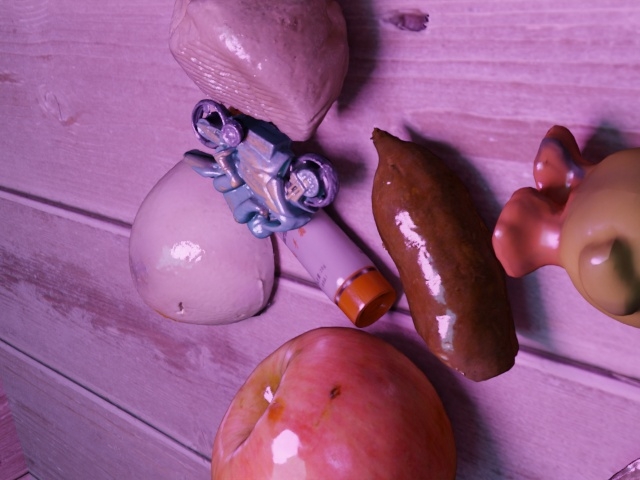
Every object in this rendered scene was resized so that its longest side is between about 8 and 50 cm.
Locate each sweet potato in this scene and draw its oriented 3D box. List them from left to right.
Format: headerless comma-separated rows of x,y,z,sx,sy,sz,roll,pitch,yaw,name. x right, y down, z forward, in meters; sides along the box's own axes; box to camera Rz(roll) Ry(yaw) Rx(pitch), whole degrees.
0.162,0.006,1.116,0.158,0.157,0.370,-19,91,50,sweet potato

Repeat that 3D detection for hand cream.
0.000,0.000,1.342,0.314,0.089,0.140,48,144,32,hand cream

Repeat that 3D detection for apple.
0.021,0.342,1.277,0.346,0.391,0.391,41,142,-14,apple

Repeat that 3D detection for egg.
-0.249,0.023,1.525,0.337,0.201,0.337,24,126,37,egg

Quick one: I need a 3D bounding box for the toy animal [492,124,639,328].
0.372,0.005,0.861,0.338,0.216,0.191,14,147,39,toy animal

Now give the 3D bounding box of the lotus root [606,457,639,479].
0.491,0.356,0.967,0.314,0.142,0.210,-9,66,53,lotus root

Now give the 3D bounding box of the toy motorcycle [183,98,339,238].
-0.099,-0.105,1.305,0.296,0.109,0.198,35,128,22,toy motorcycle

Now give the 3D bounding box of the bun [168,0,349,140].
-0.075,-0.293,1.156,0.281,0.205,0.281,28,167,7,bun

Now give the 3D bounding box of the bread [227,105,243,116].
-0.139,-0.174,1.401,0.053,0.074,0.132,24,129,17,bread
